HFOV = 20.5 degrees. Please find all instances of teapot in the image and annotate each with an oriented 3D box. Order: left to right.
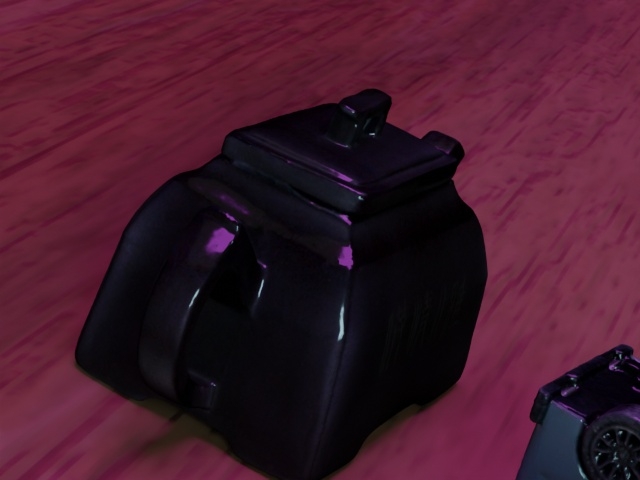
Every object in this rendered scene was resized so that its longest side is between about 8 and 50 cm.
[{"bbox_3d":[0.000,0.000,0.542,0.087,0.096,0.177,27,23,21],"label":"teapot"}]

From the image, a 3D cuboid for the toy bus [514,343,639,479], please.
[{"bbox_3d":[0.107,0.086,0.446,0.123,0.075,0.060,29,24,25],"label":"toy bus"}]
